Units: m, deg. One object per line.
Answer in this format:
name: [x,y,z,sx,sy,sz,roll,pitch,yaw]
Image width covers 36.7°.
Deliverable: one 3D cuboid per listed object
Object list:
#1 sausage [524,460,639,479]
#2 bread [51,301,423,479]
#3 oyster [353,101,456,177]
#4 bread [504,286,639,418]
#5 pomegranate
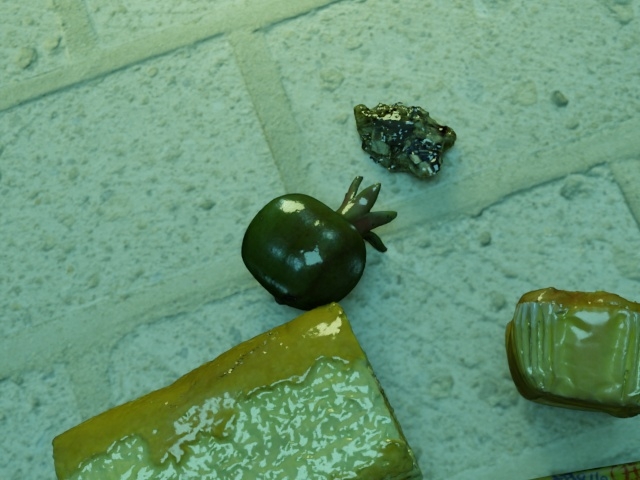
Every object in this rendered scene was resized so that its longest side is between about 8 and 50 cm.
sausage: [0.309,0.304,1.027,0.347,0.123,0.123,-11,68,4]
bread: [-0.098,0.242,1.084,0.375,0.165,0.237,-28,66,-2]
oyster: [0.103,-0.142,1.264,0.148,0.051,0.103,18,65,25]
bread: [0.272,0.120,1.021,0.152,0.288,0.119,6,80,11]
pomegranate: [0.000,0.000,1.192,0.152,0.131,0.191,35,55,23]
